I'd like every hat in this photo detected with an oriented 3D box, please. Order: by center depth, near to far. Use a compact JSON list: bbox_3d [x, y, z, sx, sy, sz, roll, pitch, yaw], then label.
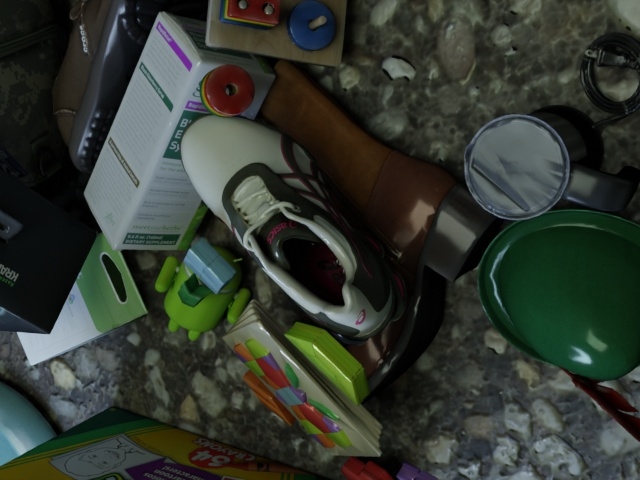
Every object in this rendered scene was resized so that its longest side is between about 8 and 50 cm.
[{"bbox_3d":[0.209,0.094,0.707,0.208,0.183,0.173,6,124,22],"label":"hat"}]

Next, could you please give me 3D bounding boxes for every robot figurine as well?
[{"bbox_3d":[-0.129,0.053,0.973,0.101,0.067,0.115,26,116,-9],"label":"robot figurine"}]

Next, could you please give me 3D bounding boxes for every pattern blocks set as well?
[{"bbox_3d":[-0.020,0.142,0.853,0.325,0.026,0.285,42,157,10],"label":"pattern blocks set"}]

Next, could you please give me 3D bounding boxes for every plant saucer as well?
[{"bbox_3d":[-0.464,0.342,1.226,0.317,0.043,0.318,8,107,27],"label":"plant saucer"}]

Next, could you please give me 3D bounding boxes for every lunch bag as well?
[{"bbox_3d":[-0.448,-0.191,1.026,0.305,0.212,0.256,7,121,28],"label":"lunch bag"}]

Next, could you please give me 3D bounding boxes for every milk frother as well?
[{"bbox_3d":[0.199,-0.096,0.723,0.129,0.134,0.143,4,102,27],"label":"milk frother"}]

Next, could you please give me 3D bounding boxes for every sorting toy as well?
[{"bbox_3d":[-0.030,-0.245,0.808,0.046,0.132,0.275,-176,91,-67],"label":"sorting toy"}]

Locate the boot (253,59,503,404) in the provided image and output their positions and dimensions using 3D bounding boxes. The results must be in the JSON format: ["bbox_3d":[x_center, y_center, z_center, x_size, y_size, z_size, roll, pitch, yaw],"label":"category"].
[{"bbox_3d":[0.000,0.000,0.878,0.280,0.096,0.264,36,119,20],"label":"boot"}]

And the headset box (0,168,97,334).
[{"bbox_3d":[-0.426,-0.009,0.968,0.283,0.246,0.131,-2,59,44],"label":"headset box"}]

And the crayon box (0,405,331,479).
[{"bbox_3d":[-0.183,0.316,0.917,0.362,0.313,0.106,11,106,26],"label":"crayon box"}]

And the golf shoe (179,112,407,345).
[{"bbox_3d":[-0.034,-0.027,0.779,0.273,0.120,0.105,44,96,18],"label":"golf shoe"}]

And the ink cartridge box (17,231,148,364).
[{"bbox_3d":[-0.282,0.064,1.062,0.209,0.062,0.109,-24,88,30],"label":"ink cartridge box"}]

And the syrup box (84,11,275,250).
[{"bbox_3d":[-0.150,-0.106,0.913,0.096,0.093,0.237,54,126,33],"label":"syrup box"}]

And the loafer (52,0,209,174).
[{"bbox_3d":[-0.202,-0.242,0.911,0.130,0.133,0.366,45,119,24],"label":"loafer"}]
